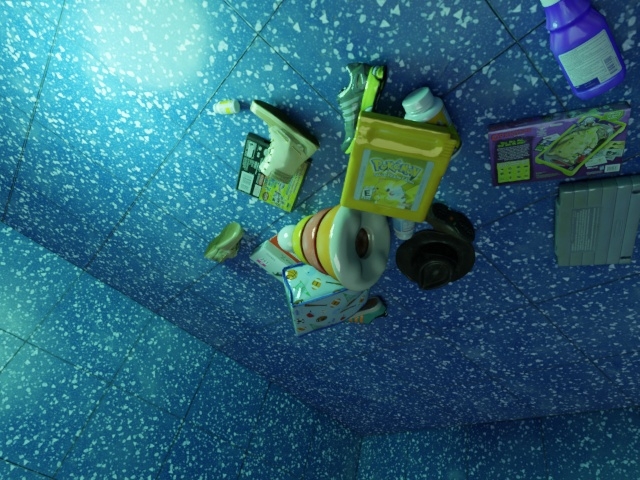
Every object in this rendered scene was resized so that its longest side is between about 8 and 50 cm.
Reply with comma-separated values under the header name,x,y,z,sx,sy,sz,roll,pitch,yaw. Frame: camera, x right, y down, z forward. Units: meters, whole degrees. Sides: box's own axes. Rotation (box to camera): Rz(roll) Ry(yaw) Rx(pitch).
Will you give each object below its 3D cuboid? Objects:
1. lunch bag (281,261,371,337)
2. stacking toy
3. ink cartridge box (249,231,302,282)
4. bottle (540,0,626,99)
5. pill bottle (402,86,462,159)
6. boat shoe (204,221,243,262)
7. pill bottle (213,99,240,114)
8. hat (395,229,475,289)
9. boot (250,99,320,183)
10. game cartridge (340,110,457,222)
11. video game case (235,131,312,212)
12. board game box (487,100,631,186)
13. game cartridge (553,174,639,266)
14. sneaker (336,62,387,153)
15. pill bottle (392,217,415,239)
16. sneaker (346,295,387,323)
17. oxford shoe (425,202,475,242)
name,x,y,z,sx,sy,sz,roll,pitch,yaw
lunch bag,0.042,0.220,1.774,0.384,0.239,0.328,-15,147,-8
stacking toy,0.000,0.000,1.585,0.479,0.351,0.351,3,139,40
ink cartridge box,-0.154,0.097,1.880,0.275,0.060,0.238,40,136,-22
bottle,0.613,-0.475,0.957,0.118,0.092,0.283,-27,122,38
pill bottle,0.326,-0.337,1.192,0.117,0.117,0.215,-17,127,34
boat shoe,-0.421,0.017,1.856,0.110,0.122,0.341,33,147,-22
pill bottle,-0.317,-0.449,1.362,0.083,0.044,0.044,2,136,19
hat,0.454,0.117,1.623,0.330,0.134,0.332,10,138,9
boot,-0.161,-0.326,1.366,0.261,0.095,0.203,32,119,-23
game cartridge,0.223,-0.210,1.220,0.284,0.053,0.324,12,136,2
video game case,-0.185,-0.249,1.537,0.248,0.035,0.275,23,138,-4
board game box,0.684,-0.271,1.188,0.346,0.056,0.208,-4,138,24
game cartridge,0.904,-0.053,1.333,0.229,0.068,0.355,-1,135,27
sneaker,0.105,-0.402,1.230,0.121,0.111,0.300,26,134,8
pill bottle,0.309,-0.081,1.495,0.087,0.087,0.160,4,137,16
sneaker,0.192,0.372,2.010,0.301,0.108,0.121,-21,121,34
oxford shoe,0.470,-0.060,1.481,0.227,0.083,0.096,32,156,-14
